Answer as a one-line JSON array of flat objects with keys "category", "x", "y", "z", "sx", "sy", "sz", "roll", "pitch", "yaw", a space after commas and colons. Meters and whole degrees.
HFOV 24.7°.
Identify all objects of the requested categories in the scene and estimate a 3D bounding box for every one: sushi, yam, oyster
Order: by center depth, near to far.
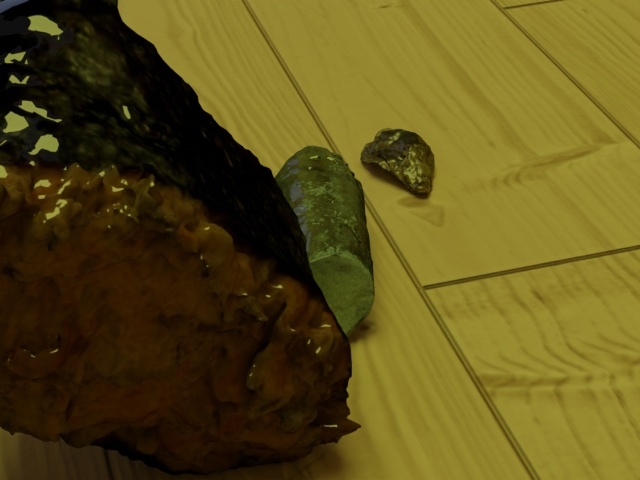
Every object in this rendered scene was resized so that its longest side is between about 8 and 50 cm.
[{"category": "sushi", "x": -0.130, "y": 0.029, "z": 0.842, "sx": 0.234, "sy": 0.348, "sz": 0.207, "roll": -36, "pitch": 48, "yaw": 13}, {"category": "yam", "x": 0.000, "y": 0.000, "z": 1.081, "sx": 0.078, "sy": 0.078, "sz": 0.179, "roll": -4, "pitch": 30, "yaw": -1}, {"category": "oyster", "x": 0.071, "y": -0.070, "z": 1.236, "sx": 0.051, "sy": 0.034, "sz": 0.093, "roll": -33, "pitch": 46, "yaw": -28}]
